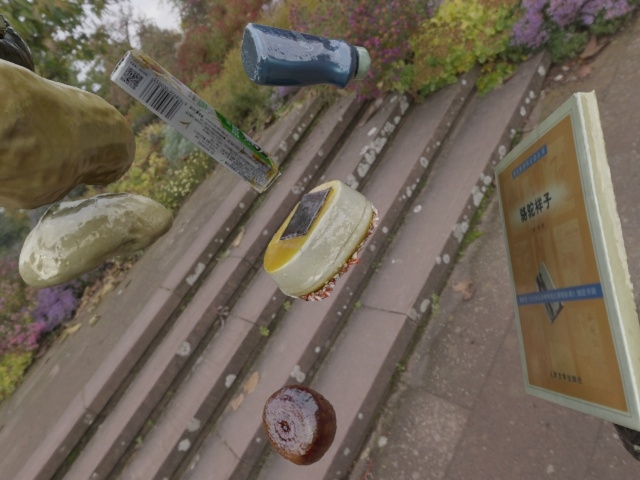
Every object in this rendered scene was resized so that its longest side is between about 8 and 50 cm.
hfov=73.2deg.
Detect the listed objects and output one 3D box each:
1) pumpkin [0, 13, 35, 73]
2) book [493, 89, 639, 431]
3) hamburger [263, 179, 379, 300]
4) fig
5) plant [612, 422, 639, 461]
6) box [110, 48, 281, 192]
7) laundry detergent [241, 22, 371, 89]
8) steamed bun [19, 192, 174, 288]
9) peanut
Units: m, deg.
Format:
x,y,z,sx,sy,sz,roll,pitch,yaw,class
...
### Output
x,y,z,sx,sy,sz,roll,pitch,yaw,class
-0.775,-0.366,0.973,0.263,0.197,0.293,-24,30,11,pumpkin
0.205,0.022,0.379,0.170,0.018,0.242,88,178,-79,book
0.000,0.000,0.999,0.295,0.151,0.227,-57,29,-11,hamburger
-0.015,0.357,0.850,0.133,0.201,0.146,-43,57,10,fig
0.313,0.111,0.285,0.143,0.131,0.203,-56,-4,-24,plant
-0.137,-0.134,0.500,0.041,0.207,0.050,-48,26,12,box
-0.012,-0.380,0.901,0.143,0.289,0.094,61,147,36,laundry detergent
-0.379,-0.015,0.689,0.231,0.111,0.212,-15,20,10,steamed bun
-0.320,-0.111,0.490,0.147,0.147,0.319,-47,4,6,peanut
